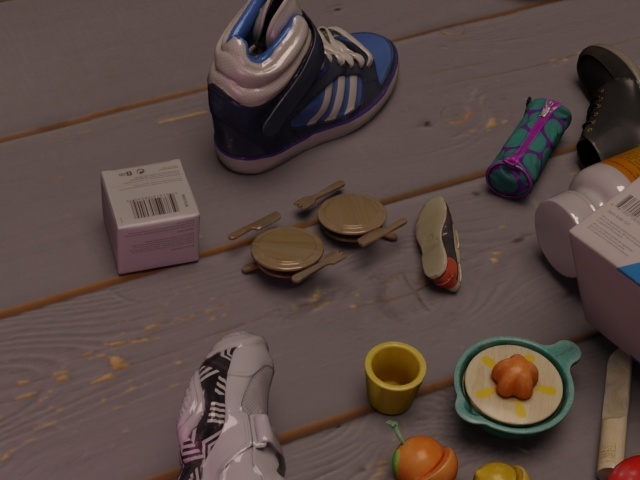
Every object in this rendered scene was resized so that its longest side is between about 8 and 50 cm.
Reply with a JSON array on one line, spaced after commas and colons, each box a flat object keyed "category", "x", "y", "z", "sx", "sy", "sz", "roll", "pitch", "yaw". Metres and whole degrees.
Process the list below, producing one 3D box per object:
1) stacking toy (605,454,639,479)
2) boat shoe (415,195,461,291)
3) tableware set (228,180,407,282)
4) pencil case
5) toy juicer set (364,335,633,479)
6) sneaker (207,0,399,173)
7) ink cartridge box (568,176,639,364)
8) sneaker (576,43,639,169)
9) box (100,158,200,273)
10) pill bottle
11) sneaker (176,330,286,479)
[{"category": "stacking toy", "x": 0.446, "y": 0.217, "z": 1.672, "sx": 0.330, "sy": 0.141, "sz": 0.141, "roll": -26, "pitch": 55, "yaw": -21}, {"category": "boat shoe", "x": 0.148, "y": 0.003, "z": 1.892, "sx": 0.043, "sy": 0.049, "sz": 0.137, "roll": 35, "pitch": 35, "yaw": -32}, {"category": "tableware set", "x": 0.000, "y": 0.000, "z": 1.885, "sx": 0.194, "sy": 0.039, "sz": 0.128, "roll": -27, "pitch": 44, "yaw": -33}, {"category": "pencil case", "x": 0.269, "y": -0.121, "z": 1.995, "sx": 0.064, "sy": 0.070, "sz": 0.151, "roll": 23, "pitch": 51, "yaw": 14}, {"category": "toy juicer set", "x": 0.221, "y": 0.192, "z": 1.695, "sx": 0.329, "sy": 0.089, "sz": 0.209, "roll": -4, "pitch": 48, "yaw": -9}, {"category": "sneaker", "x": -0.009, "y": -0.242, "z": 1.966, "sx": 0.323, "sy": 0.236, "sz": 0.130, "roll": -35, "pitch": 59, "yaw": -30}, {"category": "ink cartridge box", "x": 0.428, "y": 0.019, "z": 1.733, "sx": 0.233, "sy": 0.168, "sz": 0.171, "roll": -35, "pitch": 48, "yaw": -14}, {"category": "sneaker", "x": 0.371, "y": -0.172, "z": 2.040, "sx": 0.118, "sy": 0.083, "sz": 0.222, "roll": -15, "pitch": 52, "yaw": -17}, {"category": "box", "x": -0.205, "y": -0.029, "z": 1.857, "sx": 0.101, "sy": 0.087, "sz": 0.102, "roll": -10, "pitch": 49, "yaw": -14}, {"category": "pill bottle", "x": 0.389, "y": -0.043, "z": 1.890, "sx": 0.246, "sy": 0.136, "sz": 0.136, "roll": -21, "pitch": 53, "yaw": -23}, {"category": "sneaker", "x": -0.051, "y": 0.264, "z": 1.555, "sx": 0.210, "sy": 0.137, "sz": 0.365, "roll": 10, "pitch": 53, "yaw": 9}]
